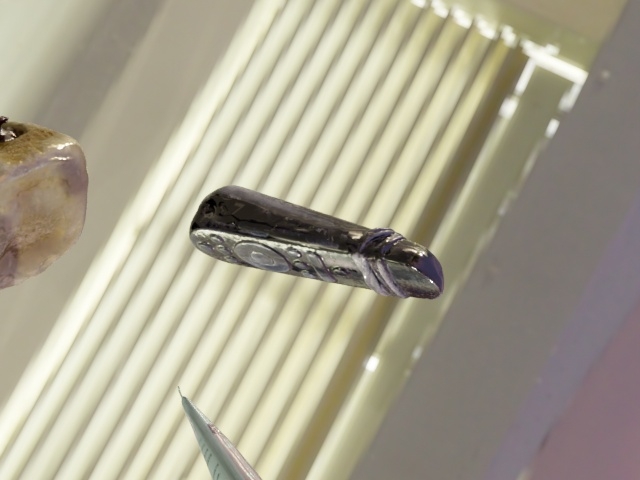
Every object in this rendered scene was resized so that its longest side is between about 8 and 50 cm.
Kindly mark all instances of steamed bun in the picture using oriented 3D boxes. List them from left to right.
[{"bbox_3d":[-0.330,-0.058,1.644,0.141,0.155,0.172,-23,144,-39],"label":"steamed bun"}]

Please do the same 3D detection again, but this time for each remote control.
[{"bbox_3d":[0.000,0.000,1.538,0.090,0.266,0.066,49,57,-58],"label":"remote control"}]

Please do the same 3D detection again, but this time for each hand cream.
[{"bbox_3d":[-0.084,0.286,1.803,0.058,0.331,0.085,-33,133,-12],"label":"hand cream"}]
